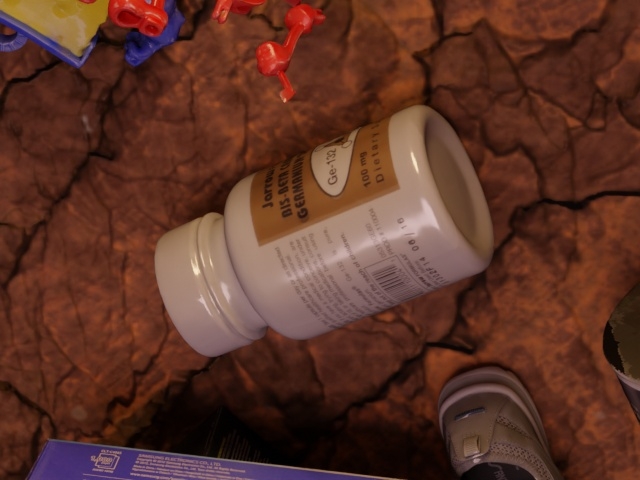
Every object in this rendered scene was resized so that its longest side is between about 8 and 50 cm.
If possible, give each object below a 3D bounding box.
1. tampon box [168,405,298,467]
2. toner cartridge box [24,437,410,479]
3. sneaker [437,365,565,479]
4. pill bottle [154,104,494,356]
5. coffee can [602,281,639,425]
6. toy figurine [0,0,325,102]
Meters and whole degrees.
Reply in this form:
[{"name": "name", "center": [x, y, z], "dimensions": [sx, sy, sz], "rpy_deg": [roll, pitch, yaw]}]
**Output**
[{"name": "tampon box", "center": [-0.068, 0.243, 1.589], "dimensions": [0.161, 0.101, 0.120], "rpy_deg": [40, 117, -12]}, {"name": "toner cartridge box", "center": [-0.051, 0.256, 1.490], "dimensions": [0.347, 0.075, 0.165], "rpy_deg": [6, 121, 8]}, {"name": "sneaker", "center": [0.166, 0.241, 1.541], "dimensions": [0.105, 0.115, 0.281], "rpy_deg": [-26, 111, 21]}, {"name": "pill bottle", "center": [0.000, 0.000, 1.430], "dimensions": [0.229, 0.131, 0.131], "rpy_deg": [-22, 112, 20]}, {"name": "coffee can", "center": [0.349, 0.152, 1.414], "dimensions": [0.201, 0.201, 0.275], "rpy_deg": [-19, 113, 19]}, {"name": "toy figurine", "center": [-0.199, -0.188, 1.327], "dimensions": [0.362, 0.191, 0.217], "rpy_deg": [28, 139, -27]}]
